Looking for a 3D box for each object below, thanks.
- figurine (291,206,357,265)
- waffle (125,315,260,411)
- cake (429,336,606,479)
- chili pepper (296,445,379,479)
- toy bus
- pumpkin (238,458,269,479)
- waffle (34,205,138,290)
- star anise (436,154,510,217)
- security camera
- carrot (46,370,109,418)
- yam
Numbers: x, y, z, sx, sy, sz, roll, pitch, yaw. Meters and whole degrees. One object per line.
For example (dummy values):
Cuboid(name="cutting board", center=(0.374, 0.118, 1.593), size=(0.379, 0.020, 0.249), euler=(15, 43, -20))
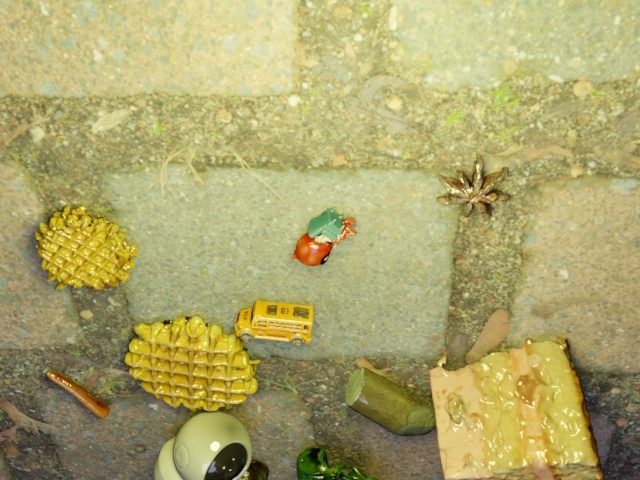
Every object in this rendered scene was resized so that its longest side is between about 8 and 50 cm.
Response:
Cuboid(name="figurine", center=(0.000, 0.000, 1.554), size=(0.075, 0.068, 0.140), euler=(31, 125, -24))
Cuboid(name="waffle", center=(-0.283, 0.289, 1.842), size=(0.329, 0.062, 0.329), euler=(3, 131, 3))
Cuboid(name="cake", center=(0.422, 0.420, 1.732), size=(0.307, 0.314, 0.293), euler=(-16, 130, 16))
Cuboid(name="chili pepper", center=(0.074, 0.674, 2.089), size=(0.213, 0.167, 0.384), euler=(-22, 115, 4))
Cuboid(name="toy bus", center=(-0.096, 0.168, 1.711), size=(0.162, 0.069, 0.074), euler=(6, 131, -2))
Cuboid(name="pumpkin", center=(-0.228, 0.631, 2.112), size=(0.184, 0.107, 0.119), euler=(-5, 125, 8))
Cuboid(name="waffle", center=(-0.460, 0.018, 1.615), size=(0.197, 0.070, 0.193), euler=(-10, 130, 10))
Cuboid(name="star anise", center=(0.278, -0.086, 1.471), size=(0.141, 0.042, 0.141), euler=(3, 133, 3))
Cuboid(name="security camera", center=(-0.269, 0.507, 1.955), size=(0.195, 0.194, 0.236), euler=(27, 123, -18))
Cuboid(name="carrot", center=(-0.578, 0.362, 1.953), size=(0.037, 0.037, 0.190), euler=(-29, 119, 27))
Cuboid(name="yam", center=(0.172, 0.382, 1.858), size=(0.259, 0.106, 0.106), euler=(31, 127, -19))
